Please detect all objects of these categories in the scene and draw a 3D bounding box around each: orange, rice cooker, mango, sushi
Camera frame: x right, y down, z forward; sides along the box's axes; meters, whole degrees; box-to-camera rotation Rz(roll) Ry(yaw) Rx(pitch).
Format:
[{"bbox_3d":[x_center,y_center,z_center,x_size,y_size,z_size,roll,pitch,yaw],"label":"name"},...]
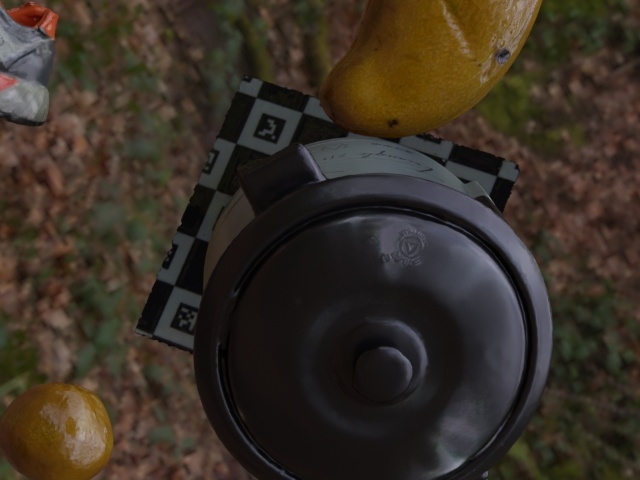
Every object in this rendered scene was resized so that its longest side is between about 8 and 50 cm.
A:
[{"bbox_3d":[-0.354,0.259,2.094,0.159,0.159,0.136,25,80,-62],"label":"orange"},{"bbox_3d":[0.031,0.054,1.084,0.280,0.241,0.227,63,4,-16],"label":"rice cooker"},{"bbox_3d":[0.111,-0.205,1.499,0.157,0.262,0.109,41,13,-12],"label":"mango"},{"bbox_3d":[0.000,0.000,1.766,0.064,0.359,0.343,59,52,-70],"label":"sushi"}]

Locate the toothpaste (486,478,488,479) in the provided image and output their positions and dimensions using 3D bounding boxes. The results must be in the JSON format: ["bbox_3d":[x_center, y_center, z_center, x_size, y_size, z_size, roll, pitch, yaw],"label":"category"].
[{"bbox_3d":[0.216,0.389,2.080,0.037,0.021,0.140,74,25,-56],"label":"toothpaste"}]

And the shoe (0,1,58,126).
[{"bbox_3d":[-0.377,-0.234,1.460,0.336,0.171,0.132,23,-2,-41],"label":"shoe"}]
